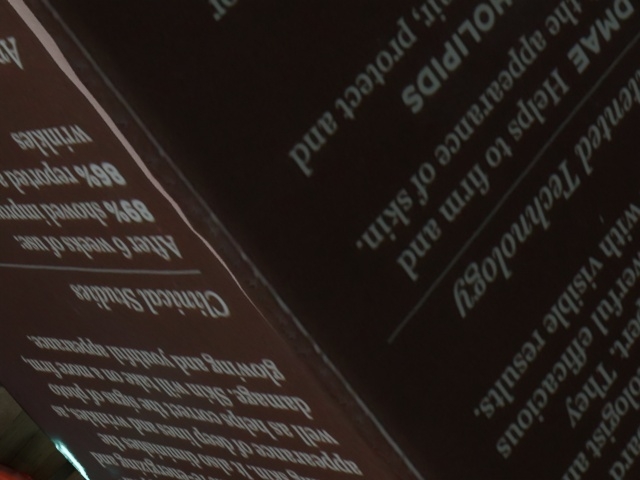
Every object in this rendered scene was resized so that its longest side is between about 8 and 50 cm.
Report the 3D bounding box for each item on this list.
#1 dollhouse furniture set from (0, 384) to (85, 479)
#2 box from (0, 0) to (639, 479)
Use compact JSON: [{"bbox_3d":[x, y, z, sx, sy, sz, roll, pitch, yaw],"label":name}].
[{"bbox_3d":[-0.157,0.126,0.884,0.262,0.135,0.259,9,140,50],"label":"dollhouse furniture set"},{"bbox_3d":[0.000,0.000,0.450,0.191,0.143,0.381,1,132,55],"label":"box"}]
